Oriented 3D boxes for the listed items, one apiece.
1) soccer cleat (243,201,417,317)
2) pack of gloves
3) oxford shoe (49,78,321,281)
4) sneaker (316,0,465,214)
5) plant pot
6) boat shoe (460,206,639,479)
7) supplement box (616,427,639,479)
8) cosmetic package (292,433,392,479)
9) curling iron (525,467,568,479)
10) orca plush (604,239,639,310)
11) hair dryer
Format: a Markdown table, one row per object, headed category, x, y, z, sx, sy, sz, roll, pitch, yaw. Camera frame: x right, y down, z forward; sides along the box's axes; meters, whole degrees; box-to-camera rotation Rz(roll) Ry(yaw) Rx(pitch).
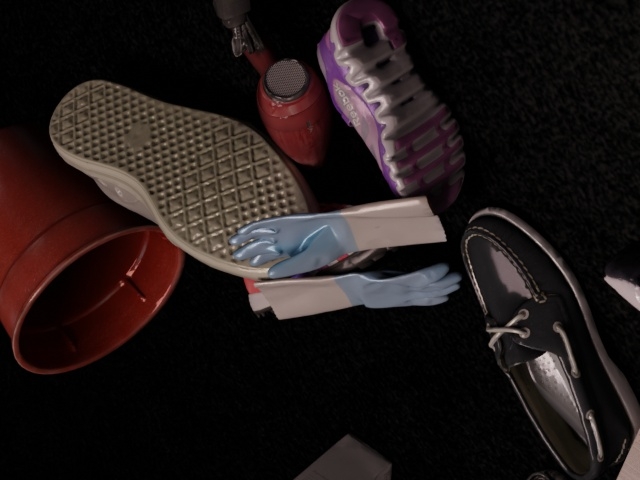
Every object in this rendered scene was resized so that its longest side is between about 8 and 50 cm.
| category | x | y | z | sx | sy | sz | roll | pitch | yaw |
| --- | --- | --- | --- | --- | --- | --- | --- | --- | --- |
| soccer cleat | 0.000 | 0.000 | 1.737 | 0.318 | 0.109 | 0.116 | -26 | 85 | 54 |
| pack of gloves | 0.028 | 0.037 | 1.593 | 0.232 | 0.046 | 0.195 | -7 | 144 | 18 |
| oxford shoe | -0.151 | -0.070 | 1.802 | 0.449 | 0.169 | 0.130 | 28 | 167 | 39 |
| sneaker | 0.066 | -0.133 | 1.558 | 0.104 | 0.095 | 0.236 | -16 | 101 | 61 |
| plant pot | -0.371 | -0.006 | 2.055 | 0.265 | 0.272 | 0.272 | 48 | 146 | 25 |
| boat shoe | 0.229 | 0.108 | 1.555 | 0.302 | 0.091 | 0.114 | 55 | 146 | -1 |
| supplement box | 0.344 | 0.216 | 1.533 | 0.036 | 0.062 | 0.098 | 38 | 143 | 25 |
| cosmetic package | -0.009 | 0.367 | 1.935 | 0.085 | 0.231 | 0.117 | 31 | 140 | 31 |
| curling iron | 0.307 | 0.381 | 1.744 | 0.068 | 0.035 | 0.274 | -8 | 111 | 57 |
| orca plush | 0.396 | 0.075 | 1.323 | 0.287 | 0.151 | 0.102 | 42 | 113 | 23 |
| hair dryer | -0.048 | -0.200 | 1.637 | 0.223 | 0.080 | 0.293 | -106 | -5 | -64 |
